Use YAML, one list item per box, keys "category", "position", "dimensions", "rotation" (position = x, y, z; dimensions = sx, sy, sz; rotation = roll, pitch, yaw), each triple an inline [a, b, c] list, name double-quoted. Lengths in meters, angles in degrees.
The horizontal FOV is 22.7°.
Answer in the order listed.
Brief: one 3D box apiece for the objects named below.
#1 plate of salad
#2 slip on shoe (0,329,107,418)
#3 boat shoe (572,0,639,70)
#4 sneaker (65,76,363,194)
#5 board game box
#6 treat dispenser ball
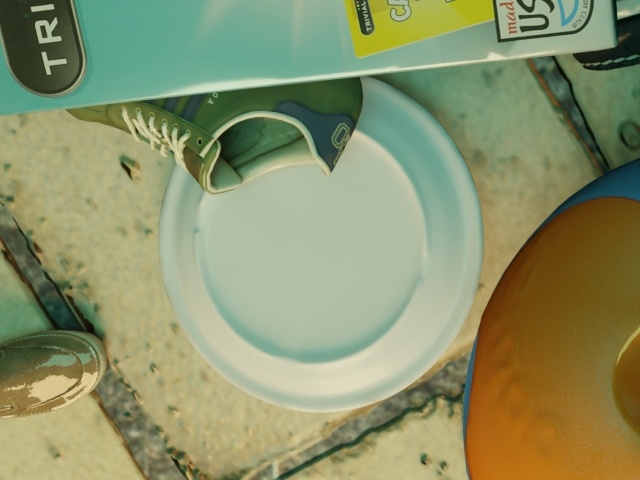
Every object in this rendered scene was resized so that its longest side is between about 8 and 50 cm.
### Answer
- category: "plate of salad"
  position: [0.000, 0.000, 0.934]
  dimensions: [0.199, 0.048, 0.200]
  rotation: [1, 92, 18]
- category: "slip on shoe"
  position: [-0.199, 0.088, 0.986]
  dimensions: [0.135, 0.041, 0.051]
  rotation: [-8, 100, 9]
- category: "boat shoe"
  position: [0.279, -0.122, 0.845]
  dimensions: [0.302, 0.114, 0.091]
  rotation: [-11, 105, 18]
- category: "sneaker"
  position: [-0.068, -0.068, 0.897]
  dimensions: [0.192, 0.064, 0.086]
  rotation: [-3, 64, 20]
- category: "board game box"
  position: [-0.036, -0.205, 0.777]
  dimensions: [0.336, 0.079, 0.254]
  rotation: [-6, 110, 12]
- category: "treat dispenser ball"
  position: [0.215, 0.091, 0.806]
  dimensions: [0.288, 0.288, 0.288]
  rotation: [1, 101, 7]
